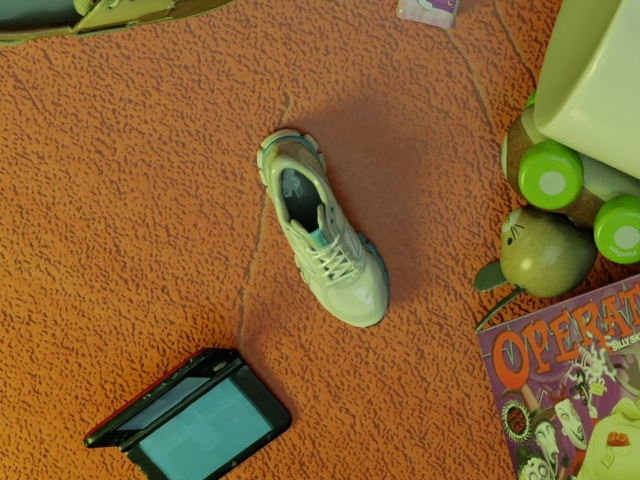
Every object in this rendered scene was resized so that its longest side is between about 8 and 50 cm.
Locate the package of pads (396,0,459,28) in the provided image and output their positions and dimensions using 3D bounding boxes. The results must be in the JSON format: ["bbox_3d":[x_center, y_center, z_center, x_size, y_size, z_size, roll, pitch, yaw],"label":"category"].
[{"bbox_3d":[0.096,-0.222,1.499,0.050,0.032,0.083,13,107,-2],"label":"package of pads"}]

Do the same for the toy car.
[{"bbox_3d":[0.182,-0.011,1.510,0.149,0.155,0.188,35,116,-9],"label":"toy car"}]

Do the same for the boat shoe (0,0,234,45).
[{"bbox_3d":[-0.177,-0.217,1.457,0.324,0.120,0.123,-14,106,5],"label":"boat shoe"}]

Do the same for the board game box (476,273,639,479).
[{"bbox_3d":[0.268,0.131,1.421,0.056,0.347,0.208,-4,77,-34],"label":"board game box"}]

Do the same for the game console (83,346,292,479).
[{"bbox_3d":[-0.116,0.168,1.595,0.144,0.124,0.085,-37,77,10],"label":"game console"}]

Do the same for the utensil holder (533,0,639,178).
[{"bbox_3d":[0.396,-0.151,1.373,0.385,0.327,0.328,21,106,-3],"label":"utensil holder"}]

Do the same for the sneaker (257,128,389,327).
[{"bbox_3d":[0.000,0.000,1.542,0.071,0.083,0.191,-29,106,7],"label":"sneaker"}]
